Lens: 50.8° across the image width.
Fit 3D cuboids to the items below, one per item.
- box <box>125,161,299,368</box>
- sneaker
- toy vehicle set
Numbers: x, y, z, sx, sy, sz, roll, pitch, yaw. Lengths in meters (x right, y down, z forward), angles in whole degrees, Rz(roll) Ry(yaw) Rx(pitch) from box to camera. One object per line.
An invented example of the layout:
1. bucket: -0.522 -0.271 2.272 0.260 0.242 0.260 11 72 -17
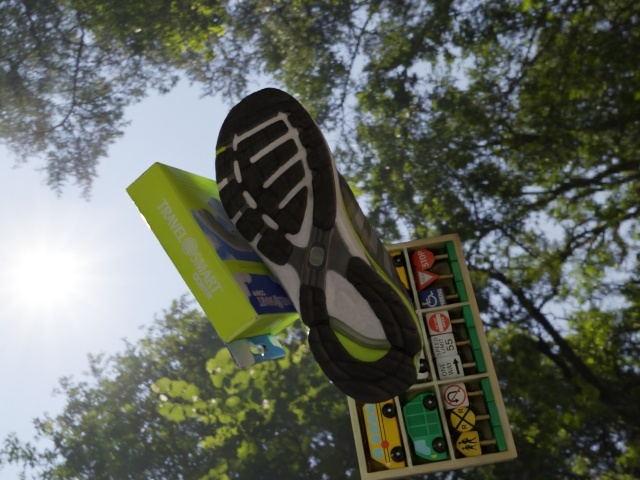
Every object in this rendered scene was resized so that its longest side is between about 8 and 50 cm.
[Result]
1. box: -0.082 0.020 0.579 0.178 0.042 0.109 55 -167 14
2. sneaker: 0.000 0.000 0.621 0.300 0.111 0.121 65 -169 6
3. toy vehicle set: 0.107 0.129 0.774 0.035 0.166 0.267 74 -174 -64
